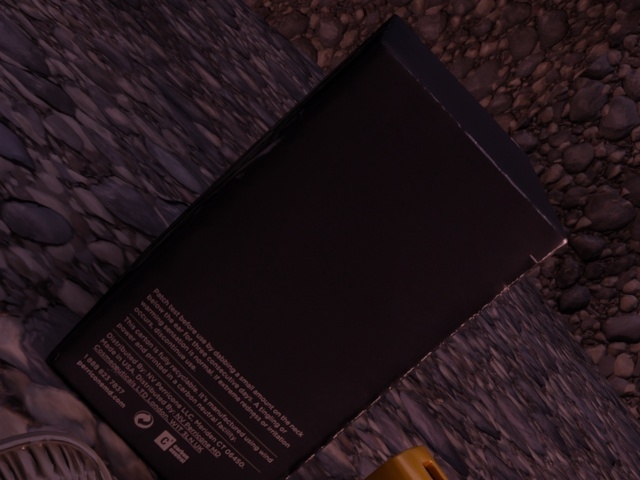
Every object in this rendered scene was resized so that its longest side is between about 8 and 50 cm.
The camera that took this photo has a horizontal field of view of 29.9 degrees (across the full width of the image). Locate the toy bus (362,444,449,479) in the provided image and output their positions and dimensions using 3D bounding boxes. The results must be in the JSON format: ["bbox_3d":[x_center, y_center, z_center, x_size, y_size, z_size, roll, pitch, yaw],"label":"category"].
[{"bbox_3d":[0.099,0.262,0.961,0.202,0.104,0.191,42,15,-28],"label":"toy bus"}]

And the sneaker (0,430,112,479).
[{"bbox_3d":[-0.193,0.137,0.442,0.222,0.118,0.083,-6,72,-41],"label":"sneaker"}]

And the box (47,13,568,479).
[{"bbox_3d":[0.000,0.000,0.928,0.179,0.312,0.343,47,12,-7],"label":"box"}]
